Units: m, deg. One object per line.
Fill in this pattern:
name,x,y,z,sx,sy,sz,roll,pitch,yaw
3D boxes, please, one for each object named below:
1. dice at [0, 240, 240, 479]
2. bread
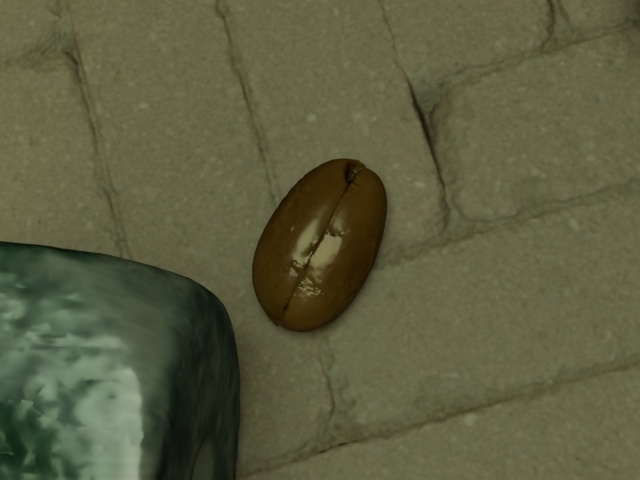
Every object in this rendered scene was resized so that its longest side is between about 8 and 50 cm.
dice,-0.264,0.190,0.978,0.348,0.330,0.328,3,75,8
bread,0.000,0.000,1.134,0.114,0.077,0.189,24,81,16
